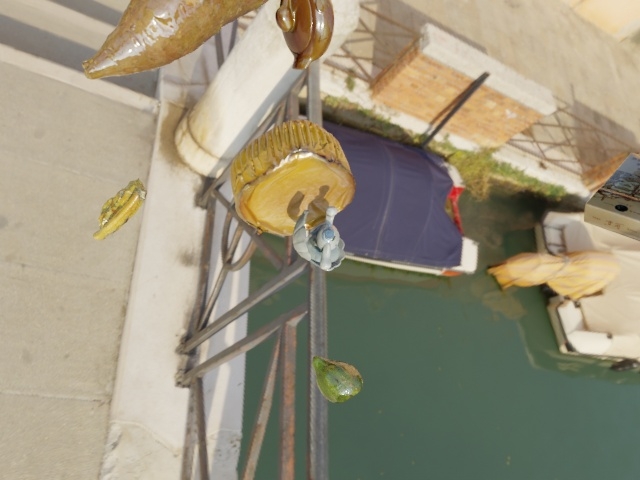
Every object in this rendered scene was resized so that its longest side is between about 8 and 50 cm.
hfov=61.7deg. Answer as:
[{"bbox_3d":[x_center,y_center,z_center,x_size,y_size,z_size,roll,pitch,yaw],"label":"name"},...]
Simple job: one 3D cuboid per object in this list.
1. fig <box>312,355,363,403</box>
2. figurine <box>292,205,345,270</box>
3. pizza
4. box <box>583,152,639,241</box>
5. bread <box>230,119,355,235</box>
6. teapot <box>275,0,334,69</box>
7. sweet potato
[{"bbox_3d":[0.042,0.388,1.546,0.123,0.123,0.156,-26,76,-41],"label":"fig"},{"bbox_3d":[0.000,0.000,0.800,0.082,0.086,0.094,-2,61,-5],"label":"figurine"},{"bbox_3d":[-0.368,-0.061,0.980,0.036,0.160,0.099,34,39,-34],"label":"pizza"},{"bbox_3d":[0.273,-0.039,0.460,0.083,0.053,0.024,-40,135,-24],"label":"box"},{"bbox_3d":[-0.049,-0.103,0.875,0.199,0.199,0.104,12,46,-31],"label":"bread"},{"bbox_3d":[-0.029,-0.314,0.774,0.078,0.098,0.129,-20,119,-34],"label":"teapot"},{"bbox_3d":[-0.218,-0.351,0.815,0.337,0.131,0.131,-42,94,-18],"label":"sweet potato"}]
